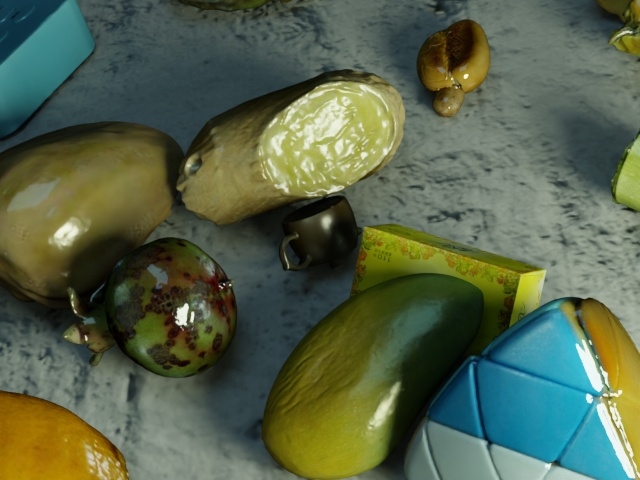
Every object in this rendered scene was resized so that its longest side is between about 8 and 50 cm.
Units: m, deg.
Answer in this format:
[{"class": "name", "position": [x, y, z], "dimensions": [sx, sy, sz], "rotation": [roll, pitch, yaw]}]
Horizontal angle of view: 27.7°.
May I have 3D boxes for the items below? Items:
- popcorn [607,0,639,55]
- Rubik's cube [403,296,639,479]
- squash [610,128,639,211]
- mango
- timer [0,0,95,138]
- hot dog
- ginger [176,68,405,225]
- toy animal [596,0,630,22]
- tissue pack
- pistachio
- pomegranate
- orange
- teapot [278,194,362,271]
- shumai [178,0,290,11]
[{"class": "popcorn", "position": [0.420, -0.281, 1.459], "dimensions": [0.195, 0.168, 0.173], "rotation": [-3, 42, 13]}, {"class": "Rubik's cube", "position": [0.185, 0.147, 1.128], "dimensions": [0.255, 0.254, 0.254], "rotation": [-9, 44, 8]}, {"class": "squash", "position": [0.411, -0.045, 1.289], "dimensions": [0.224, 0.094, 0.094], "rotation": [22, 55, 27]}, {"class": "mango", "position": [0.043, 0.118, 1.197], "dimensions": [0.137, 0.091, 0.237], "rotation": [34, 81, 31]}, {"class": "timer", "position": [-0.463, -0.252, 1.762], "dimensions": [0.250, 0.091, 0.232], "rotation": [11, 51, 31]}, {"class": "hot dog", "position": [0.160, -0.206, 1.549], "dimensions": [0.090, 0.060, 0.140], "rotation": [-12, 37, 11]}, {"class": "ginger", "position": [-0.038, -0.107, 1.458], "dimensions": [0.276, 0.130, 0.221], "rotation": [-21, 9, -24]}, {"class": "toy animal", "position": [0.388, -0.339, 1.614], "dimensions": [0.070, 0.083, 0.159], "rotation": [-18, 23, 41]}, {"class": "tissue pack", "position": [0.119, 0.051, 1.259], "dimensions": [0.176, 0.095, 0.062], "rotation": [19, 13, 32]}, {"class": "pistachio", "position": [-0.280, -0.047, 1.447], "dimensions": [0.213, 0.163, 0.260], "rotation": [37, 57, 14]}, {"class": "pomegranate", "position": [-0.168, 0.066, 1.313], "dimensions": [0.169, 0.148, 0.148], "rotation": [5, 48, 19]}, {"class": "orange", "position": [-0.333, 0.262, 1.178], "dimensions": [0.310, 0.274, 0.274], "rotation": [2, 40, -18]}, {"class": "teapot", "position": [0.000, 0.000, 1.376], "dimensions": [0.076, 0.068, 0.121], "rotation": [-10, 17, 46]}, {"class": "shumai", "position": [-0.106, -0.484, 1.761], "dimensions": [0.309, 0.263, 0.304], "rotation": [-32, 47, -15]}]
